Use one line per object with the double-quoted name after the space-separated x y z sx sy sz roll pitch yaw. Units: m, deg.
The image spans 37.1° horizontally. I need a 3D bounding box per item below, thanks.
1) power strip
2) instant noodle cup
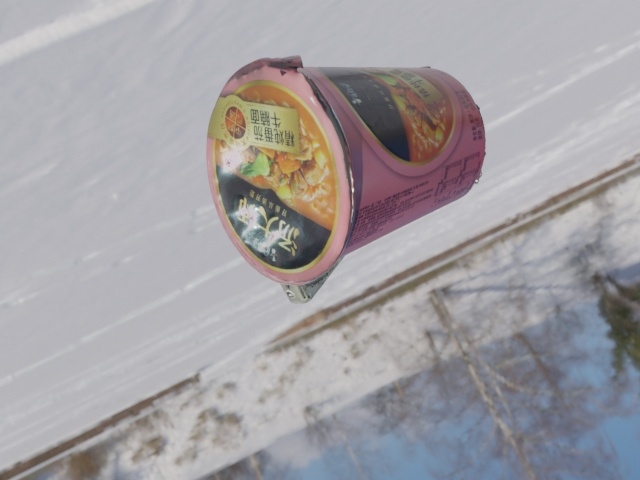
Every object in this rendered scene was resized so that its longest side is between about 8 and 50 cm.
0.000 0.000 1.242 0.035 0.081 0.192 -4 -146 40 "power strip"
0.040 -0.095 1.046 0.255 0.244 0.244 -18 174 -40 "instant noodle cup"
